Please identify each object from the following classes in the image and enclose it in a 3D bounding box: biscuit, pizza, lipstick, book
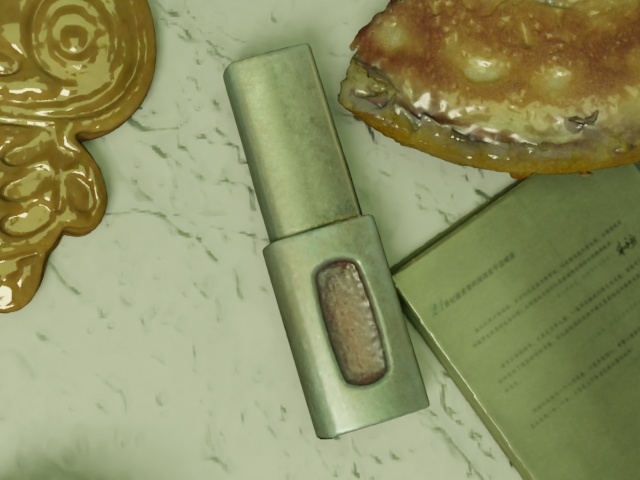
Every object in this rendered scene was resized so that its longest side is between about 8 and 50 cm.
[{"bbox_3d":[-0.220,-0.096,0.831,0.202,0.044,0.288,14,81,-5],"label":"biscuit"},{"bbox_3d":[0.163,-0.118,0.852,0.305,0.085,0.161,-3,70,-1],"label":"pizza"},{"bbox_3d":[0.000,0.000,0.827,0.079,0.077,0.253,-15,85,-7],"label":"lipstick"},{"bbox_3d":[0.206,0.082,0.868,0.215,0.025,0.282,-33,89,-11],"label":"book"}]
